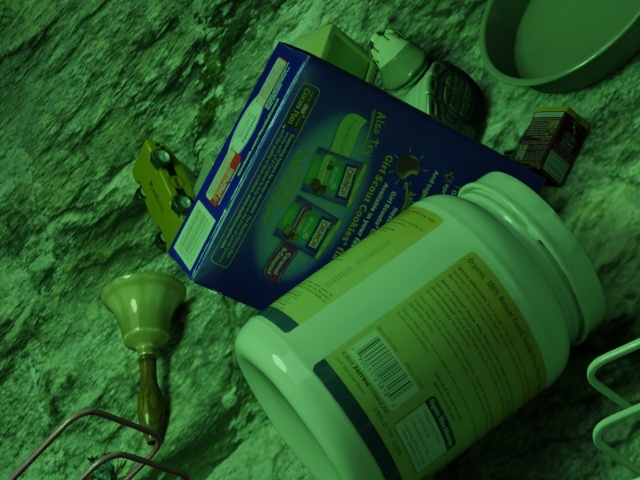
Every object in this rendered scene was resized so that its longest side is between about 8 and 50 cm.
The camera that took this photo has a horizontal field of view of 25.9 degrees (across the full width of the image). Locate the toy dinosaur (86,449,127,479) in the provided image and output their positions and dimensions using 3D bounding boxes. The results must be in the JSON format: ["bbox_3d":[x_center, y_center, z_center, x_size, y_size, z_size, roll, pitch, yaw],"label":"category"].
[{"bbox_3d":[-0.298,0.331,1.967,0.082,0.047,0.090,-122,37,-47],"label":"toy dinosaur"}]

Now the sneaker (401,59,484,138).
[{"bbox_3d":[0.121,-0.081,1.728,0.129,0.111,0.297,-35,28,49],"label":"sneaker"}]

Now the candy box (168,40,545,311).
[{"bbox_3d":[0.040,-0.027,1.518,0.268,0.317,0.122,-61,24,8],"label":"candy box"}]

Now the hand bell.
[{"bbox_3d":[-0.245,0.179,1.985,0.126,0.126,0.242,-32,51,33],"label":"hand bell"}]

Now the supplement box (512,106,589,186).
[{"bbox_3d":[0.262,-0.108,1.593,0.055,0.043,0.083,9,68,57],"label":"supplement box"}]

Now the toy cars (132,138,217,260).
[{"bbox_3d":[-0.162,-0.049,2.065,0.393,0.087,0.176,17,110,56],"label":"toy cars"}]

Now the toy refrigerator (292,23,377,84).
[{"bbox_3d":[-0.010,-0.162,1.957,0.094,0.102,0.269,-12,51,48],"label":"toy refrigerator"}]

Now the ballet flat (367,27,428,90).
[{"bbox_3d":[0.093,-0.247,1.864,0.072,0.068,0.213,-46,11,7],"label":"ballet flat"}]

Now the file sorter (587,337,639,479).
[{"bbox_3d":[0.327,0.209,1.090,0.193,0.173,0.278,-30,39,34],"label":"file sorter"}]

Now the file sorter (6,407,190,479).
[{"bbox_3d":[-0.211,0.358,1.561,0.182,0.202,0.291,-46,58,7],"label":"file sorter"}]

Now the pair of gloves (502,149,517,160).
[{"bbox_3d":[0.219,-0.072,1.651,0.074,0.010,0.083,7,66,56],"label":"pair of gloves"}]

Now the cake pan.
[{"bbox_3d":[0.320,-0.297,1.683,0.293,0.054,0.293,-34,37,31],"label":"cake pan"}]

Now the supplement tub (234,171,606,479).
[{"bbox_3d":[0.100,0.096,1.375,0.316,0.228,0.228,-35,29,-13],"label":"supplement tub"}]
